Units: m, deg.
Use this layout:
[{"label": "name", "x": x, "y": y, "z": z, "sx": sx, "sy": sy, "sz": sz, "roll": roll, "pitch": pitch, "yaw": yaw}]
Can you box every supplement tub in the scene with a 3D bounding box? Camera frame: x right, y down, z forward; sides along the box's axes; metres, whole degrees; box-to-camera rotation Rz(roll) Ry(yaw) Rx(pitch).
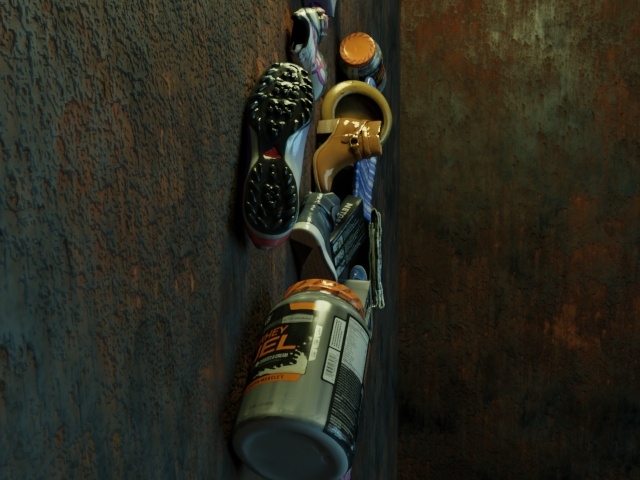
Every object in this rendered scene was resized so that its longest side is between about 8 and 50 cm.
[{"label": "supplement tub", "x": -0.021, "y": 0.225, "z": 1.248, "sx": 0.316, "sy": 0.194, "sz": 0.193, "roll": -76, "pitch": 163, "yaw": -48}, {"label": "supplement tub", "x": 0.110, "y": -0.465, "z": 1.999, "sx": 0.190, "sy": 0.117, "sz": 0.116, "roll": 52, "pitch": 41, "yaw": -72}]

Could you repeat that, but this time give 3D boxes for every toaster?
[{"label": "toaster", "x": 0.068, "y": 0.198, "z": 1.898, "sx": 0.185, "sy": 0.110, "sz": 0.168, "roll": -70, "pitch": 159, "yaw": -59}]

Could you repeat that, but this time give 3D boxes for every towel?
[{"label": "towel", "x": 0.129, "y": -0.237, "z": 2.004, "sx": 0.243, "sy": 0.040, "sz": 0.335, "roll": 55, "pitch": 41, "yaw": -72}, {"label": "towel", "x": 0.168, "y": 0.043, "z": 2.379, "sx": 0.324, "sy": 0.056, "sz": 0.312, "roll": -85, "pitch": 175, "yaw": -84}]

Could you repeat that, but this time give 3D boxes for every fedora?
[{"label": "fedora", "x": 0.078, "y": -0.294, "z": 1.834, "sx": 0.079, "sy": 0.195, "sz": 0.194, "roll": 180, "pitch": -88, "yaw": -65}]

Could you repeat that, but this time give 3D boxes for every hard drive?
[{"label": "hard drive", "x": 0.071, "y": -0.127, "z": 2.007, "sx": 0.255, "sy": 0.054, "sz": 0.171, "roll": -16, "pitch": 108, "yaw": -78}]

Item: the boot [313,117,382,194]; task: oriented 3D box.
[{"label": "boot", "x": 0.064, "y": -0.191, "z": 1.711, "sx": 0.073, "sy": 0.153, "sz": 0.197, "roll": 53, "pitch": 40, "yaw": -73}]

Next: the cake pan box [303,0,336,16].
[{"label": "cake pan box", "x": -0.002, "y": -0.641, "z": 1.544, "sx": 0.245, "sy": 0.070, "sz": 0.266, "roll": 77, "pitch": 18, "yaw": -58}]

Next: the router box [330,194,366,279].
[{"label": "router box", "x": 0.052, "y": -0.006, "z": 1.830, "sx": 0.179, "sy": 0.046, "sz": 0.133, "roll": -53, "pitch": 147, "yaw": -41}]

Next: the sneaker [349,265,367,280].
[{"label": "sneaker", "x": 0.105, "y": 0.140, "z": 2.203, "sx": 0.084, "sy": 0.058, "sz": 0.152, "roll": 84, "pitch": 17, "yaw": -73}]

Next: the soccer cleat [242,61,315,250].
[{"label": "soccer cleat", "x": -0.075, "y": -0.138, "z": 1.213, "sx": 0.116, "sy": 0.109, "sz": 0.318, "roll": 117, "pitch": -21, "yaw": -67}]

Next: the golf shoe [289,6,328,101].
[{"label": "golf shoe", "x": -0.033, "y": -0.359, "z": 1.469, "sx": 0.086, "sy": 0.068, "sz": 0.186, "roll": -23, "pitch": 120, "yaw": -46}]

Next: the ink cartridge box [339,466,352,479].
[{"label": "ink cartridge box", "x": 0.018, "y": 0.580, "z": 1.834, "sx": 0.371, "sy": 0.069, "sz": 0.175, "roll": -42, "pitch": 132, "yaw": -71}]

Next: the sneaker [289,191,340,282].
[{"label": "sneaker", "x": 0.002, "y": 0.000, "z": 1.598, "sx": 0.226, "sy": 0.086, "sz": 0.163, "roll": 79, "pitch": 20, "yaw": -45}]
